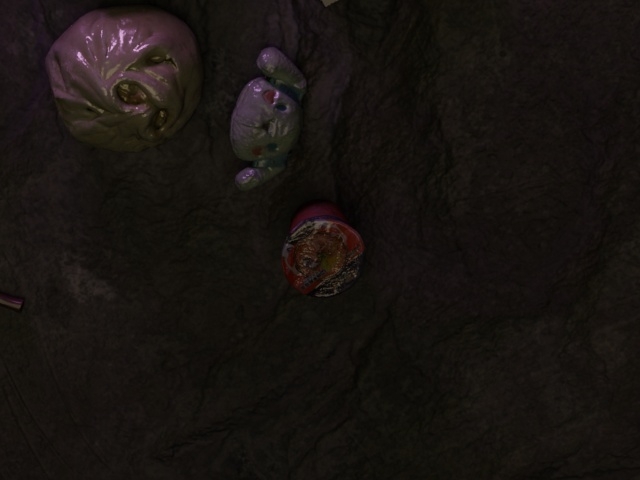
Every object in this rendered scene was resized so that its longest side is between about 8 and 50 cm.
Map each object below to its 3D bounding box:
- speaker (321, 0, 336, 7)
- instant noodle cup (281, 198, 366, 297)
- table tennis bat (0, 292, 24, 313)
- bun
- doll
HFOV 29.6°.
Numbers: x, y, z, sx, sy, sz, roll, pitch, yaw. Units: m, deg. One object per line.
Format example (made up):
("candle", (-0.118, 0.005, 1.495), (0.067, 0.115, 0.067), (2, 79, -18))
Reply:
("speaker", (0.082, -0.411, 1.674), (0.218, 0.044, 0.082), (-26, 112, 8))
("instant noodle cup", (0.000, 0.002, 1.793), (0.127, 0.135, 0.127), (-1, 113, -3))
("table tennis bat", (-0.538, 0.095, 1.811), (0.170, 0.119, 0.107), (18, 111, -9))
("bun", (-0.270, -0.217, 1.690), (0.231, 0.133, 0.231), (-2, 113, -5))
("doll", (-0.078, -0.173, 1.753), (0.104, 0.071, 0.214), (9, 104, -20))
